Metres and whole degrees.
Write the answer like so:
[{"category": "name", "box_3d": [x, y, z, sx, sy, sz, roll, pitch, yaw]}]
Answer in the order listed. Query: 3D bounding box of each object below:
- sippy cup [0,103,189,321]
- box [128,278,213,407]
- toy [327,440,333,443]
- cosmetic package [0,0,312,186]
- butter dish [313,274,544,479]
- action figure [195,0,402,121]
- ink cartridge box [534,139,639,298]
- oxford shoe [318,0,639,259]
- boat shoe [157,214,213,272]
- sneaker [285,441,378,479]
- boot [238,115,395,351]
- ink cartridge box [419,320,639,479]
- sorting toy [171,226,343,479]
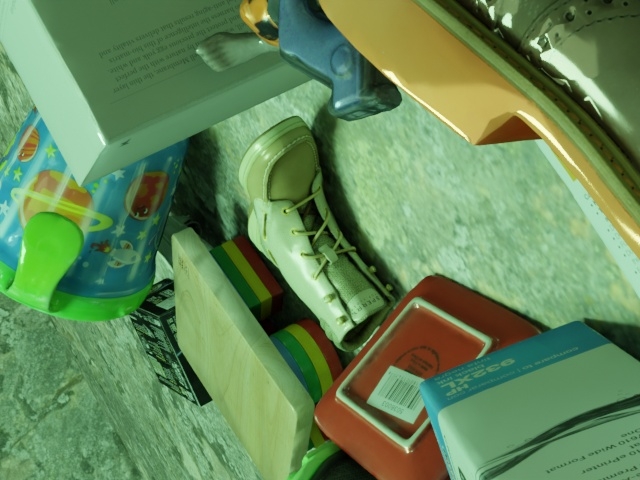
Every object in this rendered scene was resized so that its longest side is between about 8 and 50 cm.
[{"category": "sippy cup", "box_3d": [-0.263, -0.066, 1.236, 0.305, 0.240, 0.224, 52, 123, 39]}, {"category": "box", "box_3d": [-0.201, 0.145, 1.575, 0.180, 0.077, 0.147, 8, 124, 64]}, {"category": "toy", "box_3d": [0.037, 0.297, 1.264, 0.137, 0.056, 0.237, 59, 158, 11]}, {"category": "cosmetic package", "box_3d": [-0.125, -0.195, 0.813, 0.225, 0.224, 0.138, 62, 158, 1]}, {"category": "butter dish", "box_3d": [0.102, 0.131, 0.846, 0.118, 0.160, 0.160, 47, 170, -34]}, {"category": "action figure", "box_3d": [0.041, -0.234, 0.578, 0.330, 0.178, 0.342, 16, 101, 53]}, {"category": "ink cartridge box", "box_3d": [0.240, -0.016, 0.435, 0.330, 0.071, 0.324, 60, 158, 13]}, {"category": "oxford shoe", "box_3d": [0.157, -0.043, 0.340, 0.363, 0.130, 0.133, 39, 118, 20]}, {"category": "boat shoe", "box_3d": [-0.178, -0.002, 1.374, 0.066, 0.063, 0.184, 60, 169, -27]}, {"category": "sneaker", "box_3d": [0.117, 0.328, 0.925, 0.202, 0.185, 0.483, 6, 148, 46]}, {"category": "boot", "box_3d": [0.000, 0.000, 0.968, 0.165, 0.077, 0.213, 53, 162, 22]}, {"category": "ink cartridge box", "box_3d": [0.171, 0.198, 0.608, 0.307, 0.129, 0.223, -120, 11, -80]}, {"category": "sorting toy", "box_3d": [-0.067, 0.136, 1.250, 0.255, 0.089, 0.257, 53, 156, 26]}]
